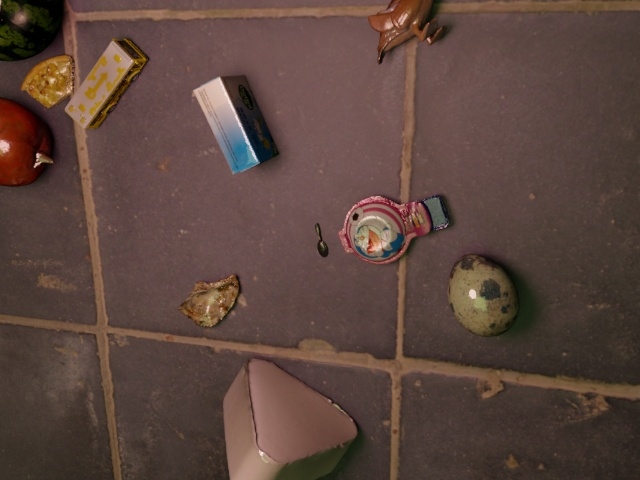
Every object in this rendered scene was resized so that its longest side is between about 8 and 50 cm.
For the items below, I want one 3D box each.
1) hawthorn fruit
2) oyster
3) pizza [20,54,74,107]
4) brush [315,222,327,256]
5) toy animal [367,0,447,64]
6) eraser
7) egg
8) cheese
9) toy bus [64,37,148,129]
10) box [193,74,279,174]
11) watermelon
[{"bbox_3d":[-0.748,-0.229,1.463,0.250,0.215,0.215,25,111,9],"label":"hawthorn fruit"},{"bbox_3d":[-0.269,0.142,1.516,0.105,0.056,0.177,36,114,-10],"label":"oyster"},{"bbox_3d":[-0.650,-0.380,1.475,0.160,0.036,0.099,-23,99,21],"label":"pizza"},{"bbox_3d":[0.000,0.000,1.420,0.024,0.008,0.083,-7,104,21],"label":"brush"},{"bbox_3d":[0.151,-0.447,1.209,0.188,0.089,0.179,-46,73,23],"label":"toy animal"},{"bbox_3d":[-0.111,0.434,1.478,0.331,0.331,0.149,34,114,4],"label":"eraser"},{"bbox_3d":[0.338,0.114,1.289,0.141,0.141,0.181,-22,91,21],"label":"egg"},{"bbox_3d":[0.155,-0.030,1.339,0.244,0.062,0.155,-17,99,19],"label":"cheese"},{"bbox_3d":[-0.497,-0.361,1.418,0.226,0.074,0.081,-42,91,23],"label":"toy bus"},{"bbox_3d":[-0.177,-0.251,1.324,0.073,0.139,0.194,-21,100,20],"label":"box"},{"bbox_3d":[-0.703,-0.523,1.338,0.269,0.269,0.268,5,107,15],"label":"watermelon"}]
